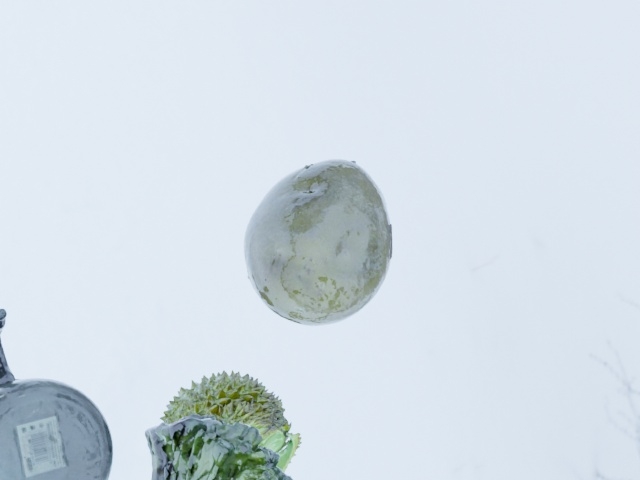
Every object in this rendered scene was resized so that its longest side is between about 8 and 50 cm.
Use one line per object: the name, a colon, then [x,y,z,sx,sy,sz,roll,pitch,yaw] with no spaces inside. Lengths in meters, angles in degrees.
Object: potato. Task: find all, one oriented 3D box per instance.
potato: [0.000,0.000,1.348,0.178,0.160,0.235,30,59,-6]

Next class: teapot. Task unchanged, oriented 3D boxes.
teapot: [-0.476,0.280,1.641,0.223,0.285,0.305,-44,107,-20]

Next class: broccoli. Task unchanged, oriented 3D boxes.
broccoli: [-0.133,0.254,0.770,0.145,0.165,0.304,39,50,3]

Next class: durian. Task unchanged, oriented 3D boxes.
durian: [-0.149,0.306,1.723,0.237,0.200,0.176,22,22,-49]
